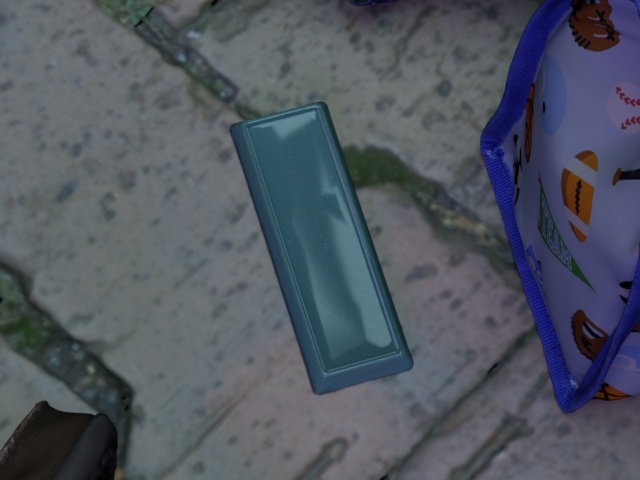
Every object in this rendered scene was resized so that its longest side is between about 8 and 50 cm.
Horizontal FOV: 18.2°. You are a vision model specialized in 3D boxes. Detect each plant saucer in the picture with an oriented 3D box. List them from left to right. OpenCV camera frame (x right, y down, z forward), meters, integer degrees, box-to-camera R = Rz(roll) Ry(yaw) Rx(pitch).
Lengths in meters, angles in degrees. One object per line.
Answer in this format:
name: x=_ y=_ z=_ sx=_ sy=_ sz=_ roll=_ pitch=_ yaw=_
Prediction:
plant saucer: x=0.000 y=0.000 z=1.270 sx=0.067 sy=0.018 sz=0.192 roll=-15 pitch=72 yaw=-9

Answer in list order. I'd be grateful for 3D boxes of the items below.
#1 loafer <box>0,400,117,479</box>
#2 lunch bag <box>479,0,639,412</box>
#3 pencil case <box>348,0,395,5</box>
loafer: x=-0.263 y=0.211 z=1.109 sx=0.130 sy=0.134 sz=0.366 roll=42 pitch=72 yaw=11
lunch bag: x=0.289 y=-0.065 z=1.119 sx=0.328 sy=0.385 sz=0.239 roll=-14 pitch=70 yaw=-10
pencil case: x=0.178 y=-0.251 z=1.193 sx=0.183 sy=0.410 sz=0.160 roll=-49 pitch=122 yaw=-45
